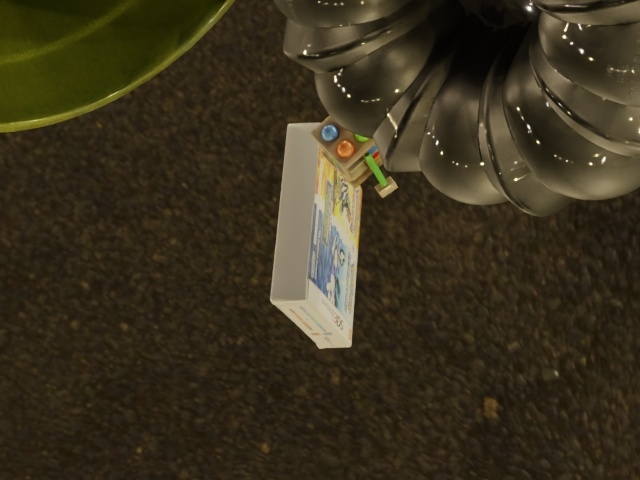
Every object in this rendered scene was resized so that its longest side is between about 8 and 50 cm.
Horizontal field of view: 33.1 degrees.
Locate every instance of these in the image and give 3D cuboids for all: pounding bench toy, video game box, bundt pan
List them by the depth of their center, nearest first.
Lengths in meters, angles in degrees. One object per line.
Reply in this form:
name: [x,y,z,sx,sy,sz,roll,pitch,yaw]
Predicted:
bundt pan: [0.097,-0.150,0.625,0.330,0.331,0.124,25,50,23]
pounding bench toy: [0.040,-0.085,1.044,0.052,0.065,0.083,-42,70,-2]
video game box: [0.000,0.000,1.207,0.048,0.187,0.205,0,70,14]

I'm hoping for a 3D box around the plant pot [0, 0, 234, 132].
plant pot: [-0.276,-0.343,0.888,0.366,0.366,0.353,-39,72,2]
